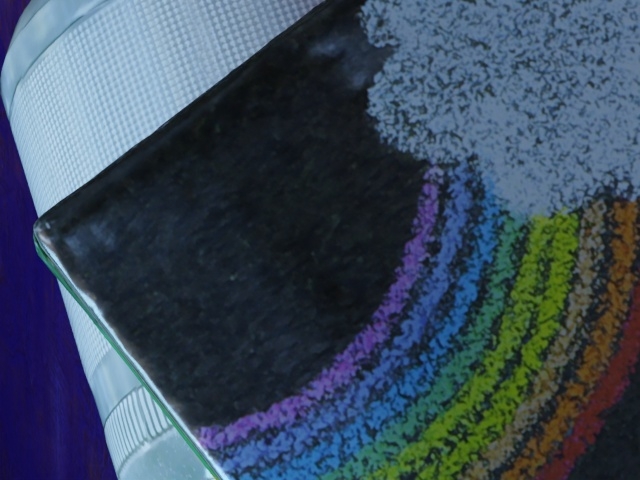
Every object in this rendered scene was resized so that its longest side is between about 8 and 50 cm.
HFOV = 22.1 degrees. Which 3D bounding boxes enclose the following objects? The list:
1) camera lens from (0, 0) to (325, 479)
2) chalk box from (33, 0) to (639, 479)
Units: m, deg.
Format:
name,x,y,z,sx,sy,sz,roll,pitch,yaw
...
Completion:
name,x,y,z,sx,sy,sz,roll,pitch,yaw
camera lens,0.000,0.000,0.686,0.219,0.219,0.274,126,128,-61
chalk box,0.096,0.063,0.432,0.289,0.180,0.179,52,-179,7
